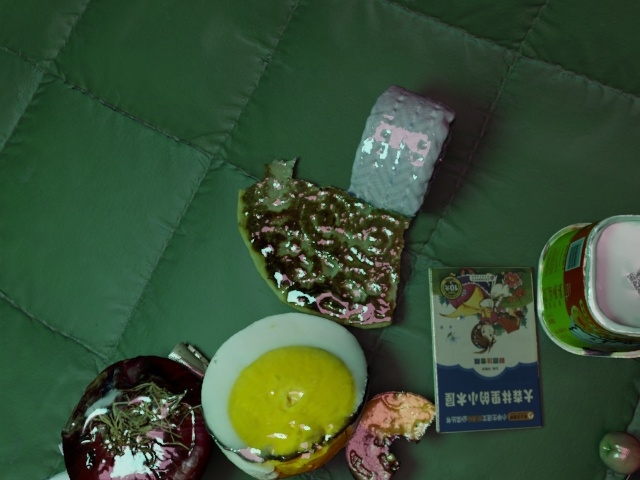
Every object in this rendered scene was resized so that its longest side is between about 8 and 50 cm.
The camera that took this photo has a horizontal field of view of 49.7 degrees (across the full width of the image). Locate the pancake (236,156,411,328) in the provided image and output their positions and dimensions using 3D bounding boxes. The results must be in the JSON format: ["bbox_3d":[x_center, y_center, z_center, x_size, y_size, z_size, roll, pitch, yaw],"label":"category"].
[{"bbox_3d":[-0.002,0.005,1.484,0.426,0.067,0.305,24,78,13],"label":"pancake"}]

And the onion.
[{"bbox_3d":[-0.355,0.389,1.371,0.313,0.232,0.314,-1,62,3],"label":"onion"}]

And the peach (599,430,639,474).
[{"bbox_3d":[0.572,0.402,1.311,0.083,0.083,0.083,-1,81,9],"label":"peach"}]

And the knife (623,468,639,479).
[{"bbox_3d":[0.577,0.515,1.325,0.060,0.028,0.231,34,84,0],"label":"knife"}]

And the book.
[{"bbox_3d":[0.328,0.211,1.371,0.228,0.018,0.323,0,80,-13],"label":"book"}]

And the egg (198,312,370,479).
[{"bbox_3d":[-0.066,0.321,1.358,0.336,0.201,0.337,0,48,0],"label":"egg"}]

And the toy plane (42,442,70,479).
[{"bbox_3d":[-0.591,0.523,1.461,0.272,0.107,0.182,-3,75,13],"label":"toy plane"}]

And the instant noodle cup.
[{"bbox_3d":[0.548,0.078,1.251,0.293,0.308,0.294,-1,81,9],"label":"instant noodle cup"}]

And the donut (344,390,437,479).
[{"bbox_3d":[0.134,0.387,1.379,0.141,0.085,0.217,39,88,13],"label":"donut"}]

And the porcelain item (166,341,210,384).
[{"bbox_3d":[-0.234,0.306,1.465,0.213,0.054,0.084,34,89,11],"label":"porcelain item"}]

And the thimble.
[{"bbox_3d":[0.168,-0.175,1.397,0.157,0.217,0.246,22,91,12],"label":"thimble"}]
